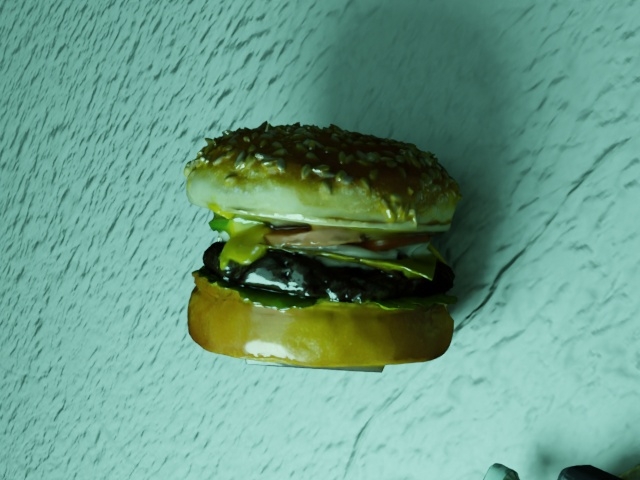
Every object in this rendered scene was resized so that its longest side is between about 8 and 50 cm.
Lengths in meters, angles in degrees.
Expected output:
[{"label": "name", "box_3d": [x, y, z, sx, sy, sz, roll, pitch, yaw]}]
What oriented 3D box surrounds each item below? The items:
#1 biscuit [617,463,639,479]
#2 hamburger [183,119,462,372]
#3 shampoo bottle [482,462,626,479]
[{"label": "biscuit", "box_3d": [0.326, 0.289, 0.767, 0.219, 0.033, 0.220, -3, 85, 39]}, {"label": "hamburger", "box_3d": [0.000, 0.000, 0.877, 0.291, 0.291, 0.225, 10, 97, 38]}, {"label": "shampoo bottle", "box_3d": [0.270, 0.262, 0.748, 0.309, 0.071, 0.098, 18, 97, 40]}]
